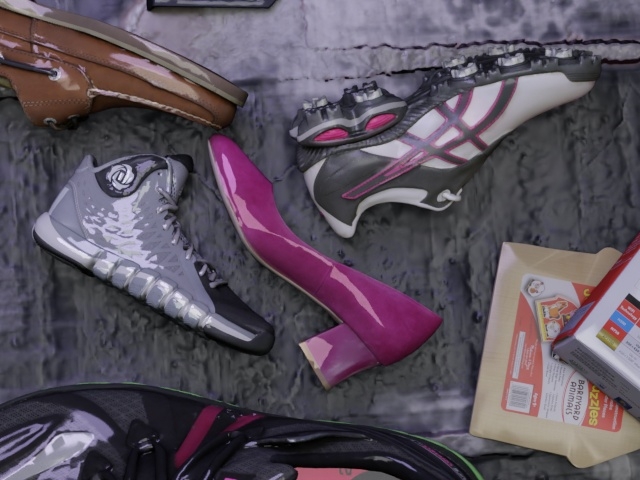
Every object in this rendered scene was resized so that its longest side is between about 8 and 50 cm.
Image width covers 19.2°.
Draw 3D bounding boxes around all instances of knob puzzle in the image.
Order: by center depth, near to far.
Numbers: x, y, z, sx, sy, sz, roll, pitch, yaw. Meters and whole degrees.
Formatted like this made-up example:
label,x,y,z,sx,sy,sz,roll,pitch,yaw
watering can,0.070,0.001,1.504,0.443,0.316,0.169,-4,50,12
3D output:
label,x,y,z,sx,sy,sz,roll,pitch,yaw
knob puzzle,0.235,0.102,1.622,0.213,0.030,0.213,1,79,-4

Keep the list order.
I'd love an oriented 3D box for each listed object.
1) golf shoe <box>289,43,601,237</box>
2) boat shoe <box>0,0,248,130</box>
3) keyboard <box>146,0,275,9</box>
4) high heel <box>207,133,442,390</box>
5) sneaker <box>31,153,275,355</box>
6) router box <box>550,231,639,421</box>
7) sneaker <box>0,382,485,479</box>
label,x,y,z,sx,sy,sz,roll,pitch,yaw
golf shoe,0.113,-0.094,1.617,0.273,0.105,0.120,-16,101,3
boat shoe,-0.215,-0.142,1.606,0.307,0.111,0.104,22,88,10
keyboard,-0.133,-0.360,1.658,0.202,0.033,0.317,-1,84,-1
high heel,0.000,0.000,1.600,0.117,0.082,0.244,-29,88,0
sneaker,-0.120,-0.003,1.600,0.229,0.086,0.132,28,83,2
router box,0.419,0.077,1.585,0.335,0.082,0.301,40,77,2
sneaker,-0.094,0.205,1.521,0.483,0.202,0.185,0,84,-1
